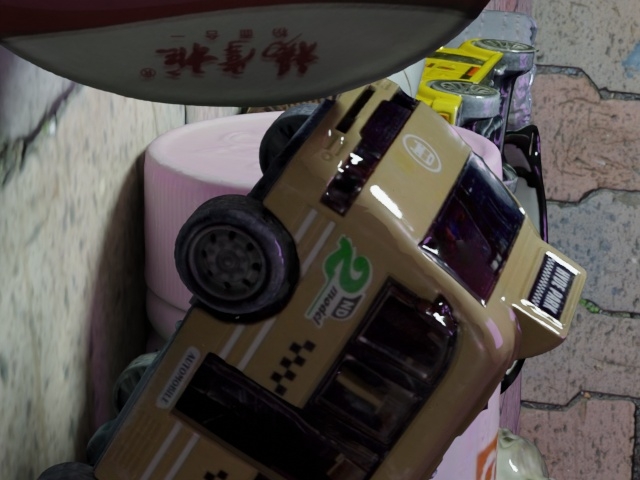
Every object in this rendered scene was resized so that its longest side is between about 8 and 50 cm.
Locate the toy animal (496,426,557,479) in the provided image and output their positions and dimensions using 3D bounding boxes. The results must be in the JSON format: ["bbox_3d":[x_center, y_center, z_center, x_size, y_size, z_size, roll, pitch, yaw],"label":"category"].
[{"bbox_3d":[0.157,0.317,1.929,0.308,0.188,0.266,60,44,-76],"label":"toy animal"}]

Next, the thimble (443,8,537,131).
[{"bbox_3d":[0.204,-0.207,2.107,0.127,0.117,0.151,-9,103,-81],"label":"thimble"}]

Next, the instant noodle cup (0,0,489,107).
[{"bbox_3d":[-0.038,-0.188,0.673,0.235,0.234,0.179,76,12,-57],"label":"instant noodle cup"}]

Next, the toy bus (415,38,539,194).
[{"bbox_3d":[0.094,-0.093,1.511,0.330,0.152,0.144,-46,144,-69],"label":"toy bus"}]

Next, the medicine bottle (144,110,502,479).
[{"bbox_3d":[0.001,0.097,0.981,0.202,0.202,0.316,-54,147,-69],"label":"medicine bottle"}]

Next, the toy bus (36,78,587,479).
[{"bbox_3d":[-0.014,0.075,0.789,0.289,0.157,0.139,-57,180,27],"label":"toy bus"}]

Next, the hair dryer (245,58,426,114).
[{"bbox_3d":[0.000,0.000,1.280,0.173,0.107,0.357,-67,167,-57],"label":"hair dryer"}]

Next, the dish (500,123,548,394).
[{"bbox_3d":[0.141,0.018,1.787,0.303,0.120,0.303,4,90,-65],"label":"dish"}]
